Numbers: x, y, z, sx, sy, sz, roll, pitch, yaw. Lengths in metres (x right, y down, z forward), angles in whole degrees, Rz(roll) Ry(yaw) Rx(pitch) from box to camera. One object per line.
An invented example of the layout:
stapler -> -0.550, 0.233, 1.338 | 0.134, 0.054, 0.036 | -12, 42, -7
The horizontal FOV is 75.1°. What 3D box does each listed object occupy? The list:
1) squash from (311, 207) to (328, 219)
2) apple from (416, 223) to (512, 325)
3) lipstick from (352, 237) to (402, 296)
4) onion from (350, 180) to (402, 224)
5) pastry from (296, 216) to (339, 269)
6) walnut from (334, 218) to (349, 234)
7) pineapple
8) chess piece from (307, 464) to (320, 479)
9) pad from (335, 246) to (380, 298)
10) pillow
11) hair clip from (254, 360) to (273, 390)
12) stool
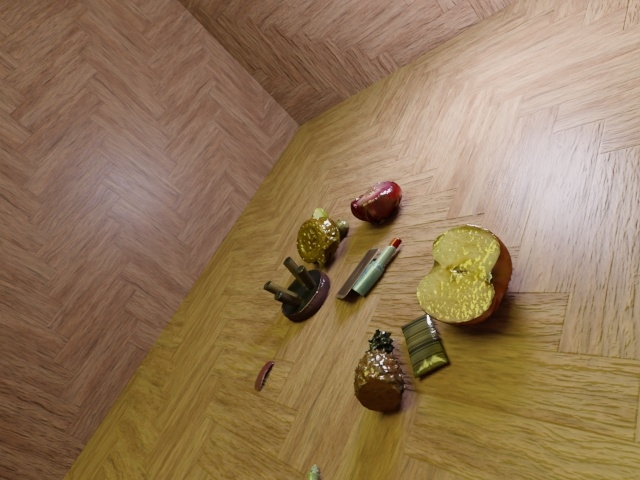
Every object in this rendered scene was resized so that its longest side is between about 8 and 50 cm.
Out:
squash -> -0.019, -0.024, 2.180 | 0.169, 0.093, 0.252 | 93, -170, -46
apple -> 0.435, 0.117, 1.205 | 0.251, 0.163, 0.292 | 11, 76, 52
lipstick -> 0.231, 0.100, 1.664 | 0.274, 0.061, 0.068 | -52, 22, -5
onion -> 0.257, -0.172, 1.897 | 0.248, 0.161, 0.248 | -26, 33, 19
pastry -> 0.000, 0.000, 2.040 | 0.235, 0.132, 0.240 | 27, 108, 44
walnut -> 0.102, -0.066, 2.082 | 0.092, 0.092, 0.092 | -37, 28, 23
pineapple -> 0.186, 0.375, 1.277 | 0.158, 0.158, 0.278 | -34, 17, 27
chess piece -> -0.028, 0.726, 1.208 | 0.059, 0.059, 0.149 | -34, 24, 27
pad -> 0.153, 0.133, 1.739 | 0.266, 0.002, 0.176 | -53, 5, -9
pillow -> 0.312, 0.314, 1.265 | 0.113, 0.038, 0.203 | -35, 29, 20
hair clip -> -0.245, 0.578, 1.792 | 0.054, 0.022, 0.137 | -16, 40, 54
stool -> -0.110, 0.216, 1.905 | 0.272, 0.178, 0.272 | -35, 29, 23
